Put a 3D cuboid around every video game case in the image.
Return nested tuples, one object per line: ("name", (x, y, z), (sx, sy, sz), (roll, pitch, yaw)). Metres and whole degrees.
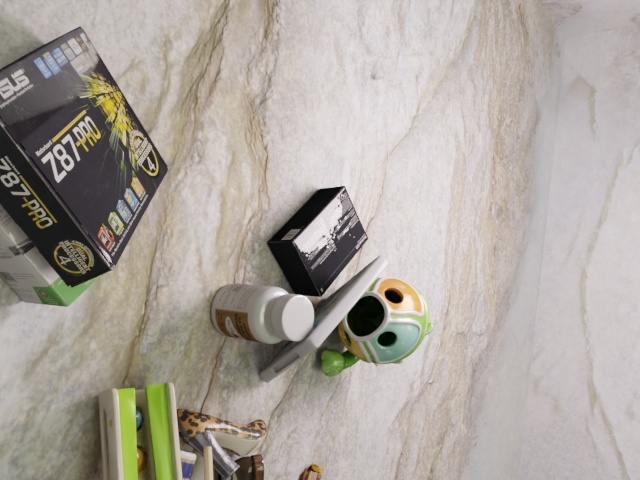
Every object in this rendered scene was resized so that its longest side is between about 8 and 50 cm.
("video game case", (0.007, 0.199, 1.517), (0.036, 0.300, 0.329), (45, 51, 0))

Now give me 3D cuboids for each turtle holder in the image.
("turtle holder", (0.138, 0.232, 1.696), (0.227, 0.321, 0.243), (22, 53, -62))

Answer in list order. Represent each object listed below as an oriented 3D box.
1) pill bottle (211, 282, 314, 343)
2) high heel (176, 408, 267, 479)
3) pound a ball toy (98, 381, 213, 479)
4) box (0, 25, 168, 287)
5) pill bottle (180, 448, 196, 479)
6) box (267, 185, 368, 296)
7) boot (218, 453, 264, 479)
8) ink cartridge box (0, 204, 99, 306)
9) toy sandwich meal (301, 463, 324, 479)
("pill bottle", (-0.132, 0.169, 1.384), (0.131, 0.229, 0.131), (0, 91, -48))
("high heel", (-0.225, 0.427, 1.414), (0.186, 0.093, 0.261), (45, 15, 7))
("pound a ball toy", (-0.319, 0.448, 1.185), (0.208, 0.136, 0.318), (2, 70, -36))
("box", (-0.415, -0.159, 1.019), (0.318, 0.097, 0.394), (61, 15, -26))
("pill bottle", (-0.332, 0.521, 1.262), (0.094, 0.094, 0.169), (35, 65, -43))
("box", (0.000, 0.000, 1.632), (0.261, 0.103, 0.184), (-48, 121, -38))
("boot", (-0.198, 0.622, 1.446), (0.106, 0.082, 0.219), (2, 94, -20))
("ink cartridge box", (-0.500, 0.001, 1.014), (0.092, 0.160, 0.219), (-52, 127, -37))
("toy sandwich meal", (-0.022, 0.659, 1.667), (0.086, 0.029, 0.085), (-1, 91, -49))
